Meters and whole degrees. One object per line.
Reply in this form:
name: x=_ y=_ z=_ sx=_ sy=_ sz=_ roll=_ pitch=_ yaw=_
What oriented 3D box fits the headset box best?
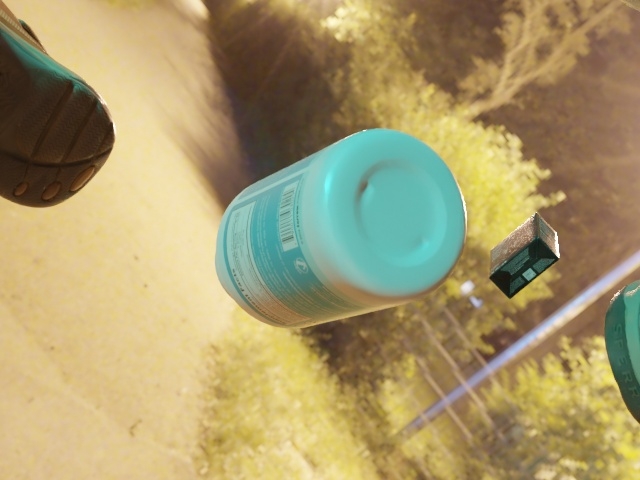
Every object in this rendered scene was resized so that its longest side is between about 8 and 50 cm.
headset box: x=0.195 y=0.012 z=1.078 sx=0.032 sy=0.062 sz=0.083 roll=45 pitch=21 yaw=-9

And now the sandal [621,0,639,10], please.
sandal: x=0.210 y=-0.372 z=0.916 sx=0.102 sy=0.169 sz=0.416 roll=-20 pitch=-71 yaw=46

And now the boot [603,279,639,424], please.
boot: x=0.386 y=0.010 z=0.659 sx=0.284 sy=0.378 sz=0.138 roll=-32 pitch=-110 yaw=55

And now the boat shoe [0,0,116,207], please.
boat shoe: x=-0.264 y=-0.138 z=0.703 sx=0.116 sy=0.123 sz=0.324 roll=48 pitch=-1 yaw=42

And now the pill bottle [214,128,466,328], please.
pill bottle: x=0.000 y=0.000 z=1.003 sx=0.146 sy=0.146 sz=0.264 roll=50 pitch=-29 yaw=-12
